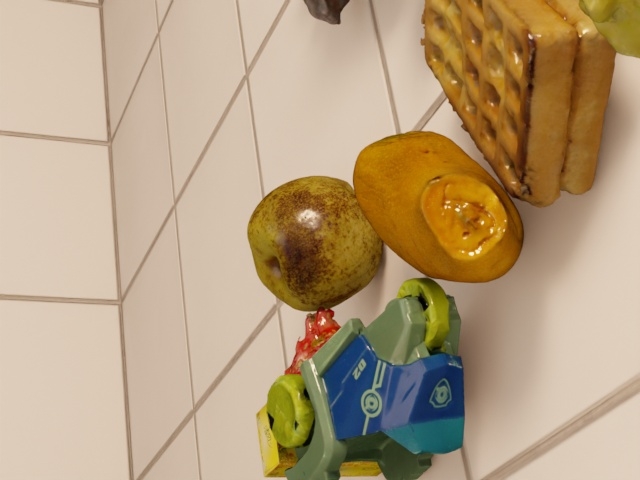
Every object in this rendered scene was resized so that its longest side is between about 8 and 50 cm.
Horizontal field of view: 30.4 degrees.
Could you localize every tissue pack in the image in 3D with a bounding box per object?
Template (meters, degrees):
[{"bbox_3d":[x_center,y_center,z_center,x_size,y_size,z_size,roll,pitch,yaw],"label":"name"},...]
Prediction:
[{"bbox_3d":[0.007,0.272,1.620,0.062,0.176,0.095,131,138,-52],"label":"tissue pack"}]

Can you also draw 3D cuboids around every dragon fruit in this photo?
[{"bbox_3d":[0.017,0.157,1.653,0.153,0.153,0.110,129,137,-53],"label":"dragon fruit"}]

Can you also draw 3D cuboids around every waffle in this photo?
[{"bbox_3d":[0.204,-0.212,1.288,0.327,0.098,0.224,-113,17,-50],"label":"waffle"}]

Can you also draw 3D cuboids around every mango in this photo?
[{"bbox_3d":[0.138,-0.036,1.367,0.144,0.187,0.359,-44,25,1],"label":"mango"}]

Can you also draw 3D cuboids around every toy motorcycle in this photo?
[{"bbox_3d":[0.085,0.199,1.447,0.326,0.191,0.199,-54,47,47],"label":"toy motorcycle"}]

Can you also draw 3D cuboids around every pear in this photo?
[{"bbox_3d":[0.000,0.000,1.688,0.197,0.197,0.197,-176,90,-67],"label":"pear"}]

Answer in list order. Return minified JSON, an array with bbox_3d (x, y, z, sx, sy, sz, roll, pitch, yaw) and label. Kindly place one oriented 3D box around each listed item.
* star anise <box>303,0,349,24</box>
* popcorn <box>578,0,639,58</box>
[{"bbox_3d":[0.001,-0.512,1.819,0.316,0.139,0.359,-14,73,59],"label":"star anise"},{"bbox_3d":[0.324,-0.220,0.895,0.237,0.293,0.292,19,104,47],"label":"popcorn"}]
